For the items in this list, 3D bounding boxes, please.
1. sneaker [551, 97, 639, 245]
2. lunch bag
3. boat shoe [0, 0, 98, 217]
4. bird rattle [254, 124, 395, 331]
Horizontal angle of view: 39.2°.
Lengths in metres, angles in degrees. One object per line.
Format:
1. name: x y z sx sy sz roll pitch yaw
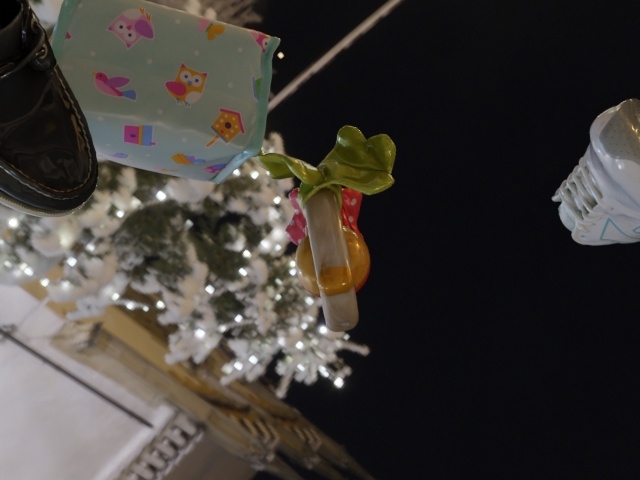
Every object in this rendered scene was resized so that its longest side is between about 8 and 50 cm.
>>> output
1. sneaker: 0.142 -0.021 0.430 0.061 0.152 0.053 -21 -109 19
2. lunch bag: -0.187 -0.153 0.961 0.262 0.224 0.160 169 -68 -71
3. boat shoe: -0.274 -0.163 0.689 0.113 0.340 0.127 -8 -153 51
4. bird rattle: 0.000 0.000 0.969 0.143 0.253 0.206 -4 -118 -7
